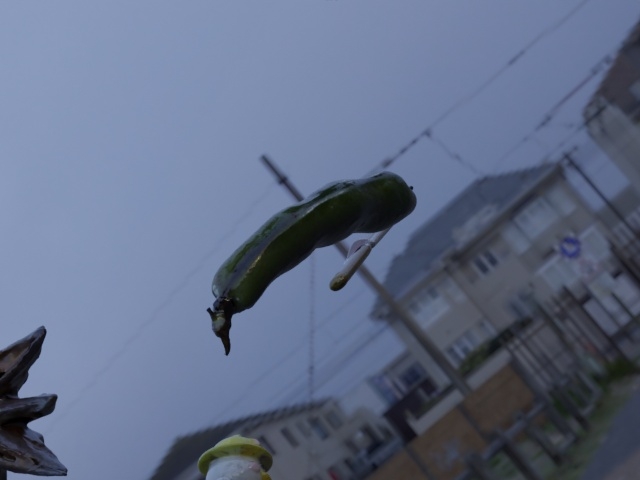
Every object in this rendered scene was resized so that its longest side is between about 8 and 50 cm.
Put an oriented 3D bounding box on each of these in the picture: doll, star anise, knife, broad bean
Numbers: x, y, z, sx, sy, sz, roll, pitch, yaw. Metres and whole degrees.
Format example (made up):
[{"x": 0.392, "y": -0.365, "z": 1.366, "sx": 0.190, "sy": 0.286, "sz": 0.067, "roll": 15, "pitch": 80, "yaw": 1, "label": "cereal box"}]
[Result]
[{"x": -0.077, "y": 0.258, "z": 1.192, "sx": 0.081, "sy": 0.129, "sz": 0.207, "roll": -13, "pitch": 34, "yaw": 3, "label": "doll"}, {"x": -0.277, "y": 0.145, "z": 0.986, "sx": 0.195, "sy": 0.182, "sz": 0.065, "roll": -31, "pitch": -15, "yaw": 4, "label": "star anise"}, {"x": 0.042, "y": 0.010, "z": 1.347, "sx": 0.046, "sy": 0.022, "sz": 0.256, "roll": -45, "pitch": 0, "yaw": 23, "label": "knife"}, {"x": 0.000, "y": -0.004, "z": 0.830, "sx": 0.227, "sy": 0.039, "sz": 0.069, "roll": -34, "pitch": -42, "yaw": -43, "label": "broad bean"}]
